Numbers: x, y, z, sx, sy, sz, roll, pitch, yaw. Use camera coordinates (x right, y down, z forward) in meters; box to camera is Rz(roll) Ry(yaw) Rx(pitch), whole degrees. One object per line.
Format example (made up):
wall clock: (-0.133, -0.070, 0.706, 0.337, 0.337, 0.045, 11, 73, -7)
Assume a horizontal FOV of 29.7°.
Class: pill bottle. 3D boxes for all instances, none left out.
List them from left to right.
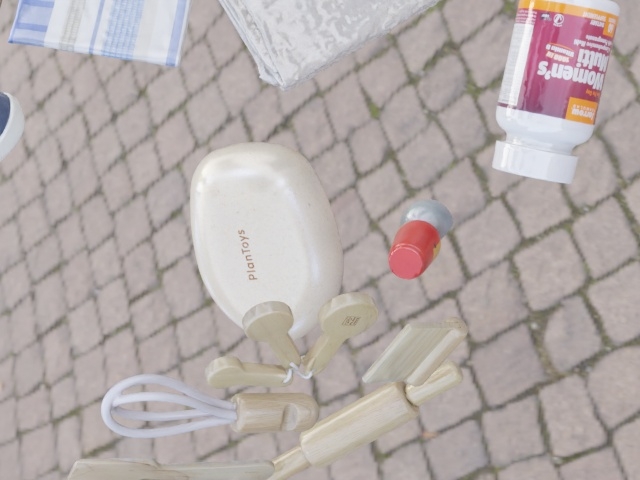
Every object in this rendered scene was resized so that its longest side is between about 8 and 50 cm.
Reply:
pill bottle: (0.280, -0.186, 1.463, 0.121, 0.121, 0.221, 18, 101, 43)

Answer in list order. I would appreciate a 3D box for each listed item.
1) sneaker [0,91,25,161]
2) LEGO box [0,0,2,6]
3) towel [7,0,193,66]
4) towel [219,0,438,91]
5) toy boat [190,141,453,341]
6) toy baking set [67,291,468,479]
sneaker: (-0.623, -0.111, 1.910, 0.350, 0.148, 0.131, -53, 44, 12)
LEGO box: (-0.474, -0.276, 0.712, 0.500, 0.372, 0.193, 62, 161, -4)
towel: (-0.356, -0.382, 2.007, 0.034, 0.285, 0.209, 103, 172, -55)
towel: (0.022, -0.303, 1.330, 0.187, 0.282, 0.049, 60, 167, -4)
toy boat: (0.000, 0.000, 1.494, 0.318, 0.148, 0.267, 0, 114, 18)
toy baking set: (-0.031, 0.102, 0.781, 0.256, 0.197, 0.030, -34, 50, 20)
